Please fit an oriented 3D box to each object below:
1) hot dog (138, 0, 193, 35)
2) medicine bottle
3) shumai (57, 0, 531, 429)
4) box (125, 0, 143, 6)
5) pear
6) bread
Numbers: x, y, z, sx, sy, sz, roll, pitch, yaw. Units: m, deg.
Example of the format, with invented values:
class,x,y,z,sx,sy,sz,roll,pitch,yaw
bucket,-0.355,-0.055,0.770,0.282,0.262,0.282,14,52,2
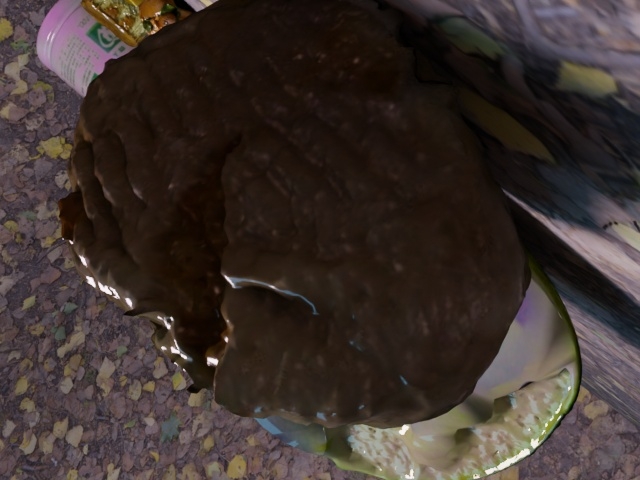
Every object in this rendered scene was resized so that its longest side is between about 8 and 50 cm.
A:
class,x,y,z,sx,sy,sz,roll,pitch,yaw
hot dog,-0.204,-0.287,1.065,0.072,0.055,0.188,36,180,-19
medicine bottle,-0.405,-0.359,1.712,0.325,0.212,0.212,39,-179,7
shumai,0.001,0.002,0.535,0.346,0.217,0.283,37,173,35
box,-0.278,-0.352,0.995,0.155,0.023,0.087,46,-179,-28
pear,0.077,0.067,0.854,0.399,0.399,0.165,38,-139,-4
bread,-0.366,-0.413,1.478,0.128,0.069,0.140,39,180,-22
